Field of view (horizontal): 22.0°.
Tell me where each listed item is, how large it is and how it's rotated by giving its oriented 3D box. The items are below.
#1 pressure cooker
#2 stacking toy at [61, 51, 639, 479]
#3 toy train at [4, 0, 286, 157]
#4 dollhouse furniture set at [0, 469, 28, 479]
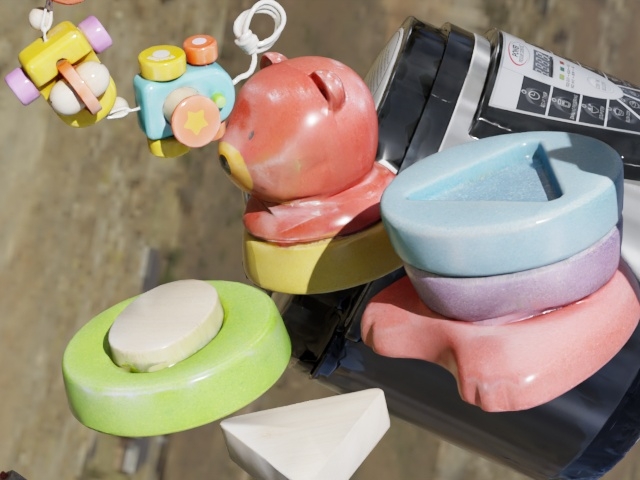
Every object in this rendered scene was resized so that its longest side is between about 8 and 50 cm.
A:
[{"bbox_3d":[0.124,-0.001,1.531,0.370,0.420,0.376,124,-10,-70],"label":"pressure cooker"},{"bbox_3d":[0.000,0.000,0.907,0.279,0.309,0.130,-30,118,-33],"label":"stacking toy"},{"bbox_3d":[-0.090,-0.105,0.842,0.125,0.166,0.046,-57,-142,11],"label":"toy train"},{"bbox_3d":[-0.277,0.300,1.319,0.183,0.129,0.129,-34,-153,30],"label":"dollhouse furniture set"}]
